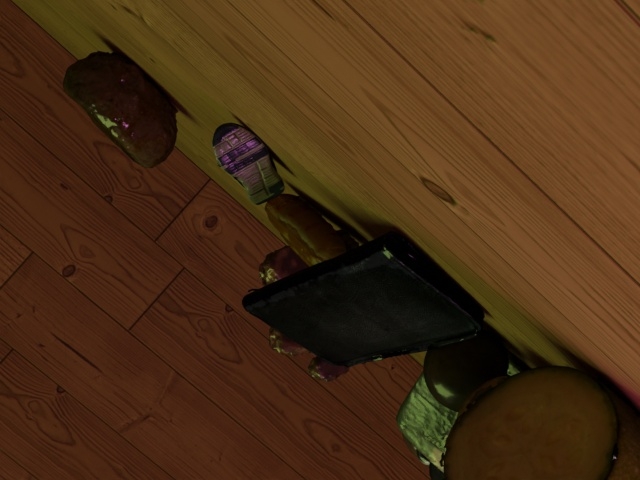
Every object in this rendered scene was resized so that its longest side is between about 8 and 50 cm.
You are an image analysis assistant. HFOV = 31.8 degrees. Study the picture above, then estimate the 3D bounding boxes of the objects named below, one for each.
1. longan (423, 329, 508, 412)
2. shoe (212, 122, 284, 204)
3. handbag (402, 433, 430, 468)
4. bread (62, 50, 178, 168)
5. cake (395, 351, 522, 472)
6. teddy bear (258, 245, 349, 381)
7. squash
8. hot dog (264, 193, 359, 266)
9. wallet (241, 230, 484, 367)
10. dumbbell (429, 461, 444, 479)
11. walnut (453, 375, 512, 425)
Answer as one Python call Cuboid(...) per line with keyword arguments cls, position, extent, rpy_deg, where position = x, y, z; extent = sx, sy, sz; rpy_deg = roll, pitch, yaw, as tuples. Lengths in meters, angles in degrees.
Cuboid(cls="longan", position=(0.180, 0.156, 1.341), extent=(0.119, 0.106, 0.106), rpy_deg=(34, 179, -18))
Cuboid(cls="shoe", position=(-0.097, -0.109, 1.476), extent=(0.143, 0.064, 0.071), rpy_deg=(53, -173, -49))
Cuboid(cls="handbag", position=(0.289, 0.383, 2.025), extent=(0.302, 0.149, 0.283), rpy_deg=(43, -158, 14))
Cuboid(cls="bread", position=(-0.339, -0.235, 1.948), extent=(0.230, 0.123, 0.230), rpy_deg=(46, 176, 5))
Cuboid(cls="cake", position=(0.196, 0.223, 1.499), extent=(0.158, 0.172, 0.283), rpy_deg=(38, 174, 14))
Cuboid(cls="teddy bear", position=(0.001, 0.114, 1.887), extent=(0.296, 0.246, 0.222), rpy_deg=(4, 164, -32))
Cuboid(cls="squash", position=(0.253, 0.250, 1.051), extent=(0.260, 0.189, 0.189), rpy_deg=(48, 173, -37))
Cuboid(cls="hot dog", position=(0.000, 0.000, 1.602), extent=(0.104, 0.076, 0.250), rpy_deg=(53, 173, -33))
Cuboid(cls="wallet", position=(0.049, 0.080, 1.327), extent=(0.172, 0.045, 0.318), rpy_deg=(37, 150, -18))
Cuboid(cls="dumbbell", position=(0.342, 0.396, 1.735), extent=(0.322, 0.203, 0.204), rpy_deg=(38, 175, 42))
Cuboid(cls="walnut", position=(0.236, 0.231, 1.250), extent=(0.165, 0.165, 0.197), rpy_deg=(38, -177, 41))
